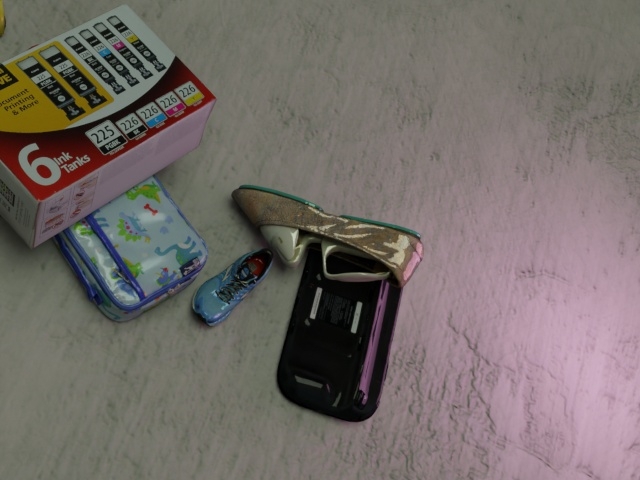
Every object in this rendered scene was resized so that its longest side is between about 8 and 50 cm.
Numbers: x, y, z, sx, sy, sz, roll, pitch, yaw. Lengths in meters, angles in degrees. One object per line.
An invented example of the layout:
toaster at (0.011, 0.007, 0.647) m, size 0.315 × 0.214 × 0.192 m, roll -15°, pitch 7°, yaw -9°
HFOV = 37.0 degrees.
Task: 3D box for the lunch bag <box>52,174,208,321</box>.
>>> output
lunch bag at (-0.284, -0.003, 1.385) m, size 0.176 × 0.090 × 0.219 m, roll -30°, pitch 82°, yaw -30°

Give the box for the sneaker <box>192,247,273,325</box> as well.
sneaker at (-0.130, 0.061, 1.438) m, size 0.063 × 0.073 × 0.162 m, roll 44°, pitch 57°, yaw -3°

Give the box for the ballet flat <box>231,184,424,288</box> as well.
ballet flat at (0.000, 0.000, 1.477) m, size 0.316 × 0.107 × 0.106 m, roll 15°, pitch 74°, yaw 8°

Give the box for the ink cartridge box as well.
ink cartridge box at (-0.355, -0.188, 1.324) m, size 0.272 × 0.130 × 0.309 m, roll 46°, pitch 56°, yaw 9°

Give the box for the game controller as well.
game controller at (0.039, 0.122, 1.512) m, size 0.167 × 0.067 × 0.319 m, roll 16°, pitch 61°, yaw -3°

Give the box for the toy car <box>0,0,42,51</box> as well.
toy car at (-0.496, -0.270, 1.418) m, size 0.239 × 0.053 × 0.225 m, roll 42°, pitch 57°, yaw -3°
